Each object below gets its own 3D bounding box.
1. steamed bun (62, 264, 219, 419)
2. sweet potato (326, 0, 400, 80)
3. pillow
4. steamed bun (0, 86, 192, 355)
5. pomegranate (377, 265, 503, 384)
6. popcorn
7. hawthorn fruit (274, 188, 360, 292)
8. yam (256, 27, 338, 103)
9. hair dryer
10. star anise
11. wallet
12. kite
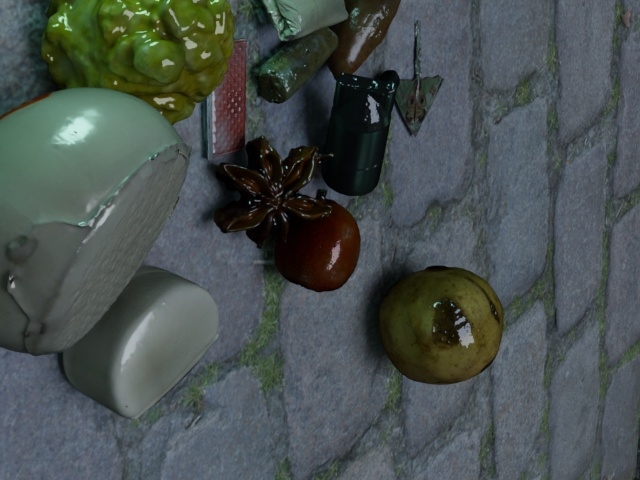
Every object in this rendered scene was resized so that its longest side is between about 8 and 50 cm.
[{"bbox_3d":[-0.280,0.140,1.656,0.241,0.146,0.164,-45,138,-33],"label":"steamed bun"},{"bbox_3d":[0.107,-0.467,2.020,0.385,0.109,0.109,-63,143,-19],"label":"sweet potato"},{"bbox_3d":[-0.030,-0.425,1.844,0.181,0.078,0.134,-30,104,-44],"label":"pillow"},{"bbox_3d":[-0.349,-0.040,1.386,0.374,0.241,0.374,-57,174,-9],"label":"steamed bun"},{"bbox_3d":[0.260,0.183,2.314,0.281,0.281,0.281,-23,120,-48],"label":"pomegranate"},{"bbox_3d":[-0.236,-0.272,1.488,0.242,0.250,0.235,-33,119,-46],"label":"popcorn"},{"bbox_3d":[0.000,0.000,1.974,0.169,0.169,0.188,-3,112,-54],"label":"hawthorn fruit"},{"bbox_3d":[-0.042,-0.317,1.889,0.179,0.078,0.078,-50,137,-31],"label":"yam"},{"bbox_3d":[0.100,-0.268,2.040,0.244,0.116,0.302,102,9,-47],"label":"hair dryer"},{"bbox_3d":[-0.091,-0.080,1.858,0.220,0.126,0.190,10,86,-32],"label":"star anise"},{"bbox_3d":[-0.161,-0.240,1.799,0.103,0.020,0.196,-21,118,-48],"label":"wallet"},{"bbox_3d":[0.208,-0.344,2.275,0.229,0.012,0.250,-21,118,-53],"label":"kite"}]
